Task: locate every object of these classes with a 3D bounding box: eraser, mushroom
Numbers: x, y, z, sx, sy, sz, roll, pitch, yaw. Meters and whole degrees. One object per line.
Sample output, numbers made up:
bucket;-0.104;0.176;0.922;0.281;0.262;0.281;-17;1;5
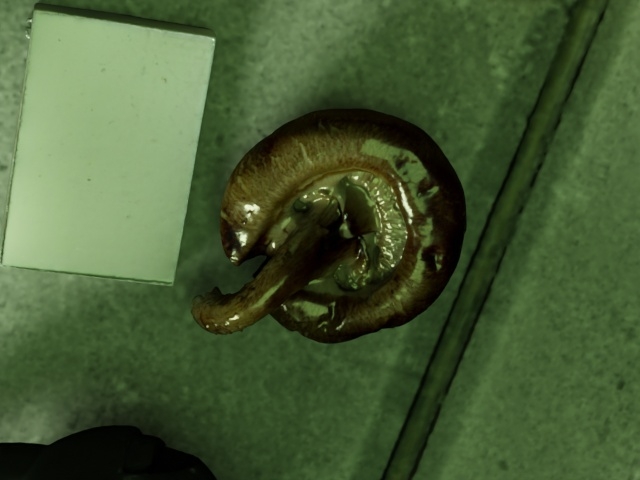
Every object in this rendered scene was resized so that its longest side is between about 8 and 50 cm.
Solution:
eraser;-0.122;-0.052;0.966;0.103;0.023;0.150;7;106;-14
mushroom;0.000;0.000;0.979;0.170;0.080;0.135;-31;99;1

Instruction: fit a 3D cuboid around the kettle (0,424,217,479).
kettle;-0.155;0.248;0.975;0.268;0.207;0.290;2;96;1
